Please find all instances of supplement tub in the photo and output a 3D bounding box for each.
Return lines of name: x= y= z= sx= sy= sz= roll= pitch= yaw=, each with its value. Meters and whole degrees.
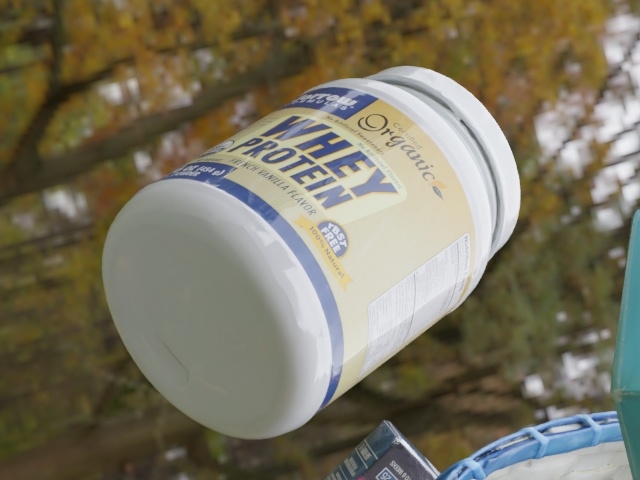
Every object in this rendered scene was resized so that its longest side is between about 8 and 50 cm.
supplement tub: x=0.000 y=0.000 z=1.648 sx=0.228 sy=0.316 sz=0.228 roll=24 pitch=-49 yaw=32

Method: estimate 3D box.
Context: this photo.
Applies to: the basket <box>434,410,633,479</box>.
basket: x=0.166 y=0.182 z=1.030 sx=0.289 sy=0.255 sz=0.201 roll=-41 pitch=-117 yaw=48

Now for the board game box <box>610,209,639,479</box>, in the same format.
board game box: x=0.277 y=0.099 z=0.602 sx=0.079 sy=0.336 sz=0.253 roll=-74 pitch=154 yaw=-42

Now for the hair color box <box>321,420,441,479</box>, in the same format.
hair color box: x=-0.007 y=0.332 z=1.624 sx=0.174 sy=0.347 sz=0.105 roll=46 pitch=0 yaw=-5
